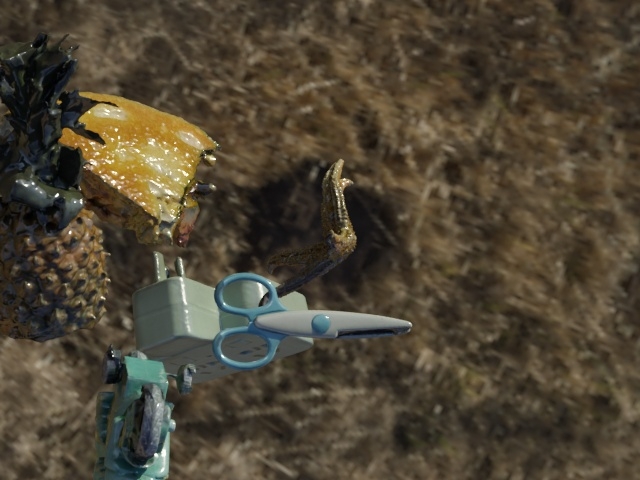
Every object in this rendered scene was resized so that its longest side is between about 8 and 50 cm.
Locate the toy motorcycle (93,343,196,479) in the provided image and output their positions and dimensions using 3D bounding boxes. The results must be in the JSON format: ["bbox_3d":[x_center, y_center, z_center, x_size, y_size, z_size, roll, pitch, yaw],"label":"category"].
[{"bbox_3d":[-0.216,0.234,1.784,0.109,0.296,0.198,10,100,-12],"label":"toy motorcycle"}]

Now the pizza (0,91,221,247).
[{"bbox_3d":[-0.225,-0.073,1.717,0.289,0.228,0.081,0,136,-45],"label":"pizza"}]

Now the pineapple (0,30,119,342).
[{"bbox_3d":[-0.219,-0.043,1.184,0.125,0.125,0.251,-17,121,-34],"label":"pineapple"}]

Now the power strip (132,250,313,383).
[{"bbox_3d":[-0.169,0.107,2.180,0.261,0.229,0.141,26,48,-57],"label":"power strip"}]

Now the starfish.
[{"bbox_3d":[0.004,0.004,1.109,0.041,0.130,0.133,32,86,-13],"label":"starfish"}]

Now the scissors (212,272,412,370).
[{"bbox_3d":[-0.005,0.049,0.897,0.119,0.014,0.058,2,82,-9],"label":"scissors"}]
